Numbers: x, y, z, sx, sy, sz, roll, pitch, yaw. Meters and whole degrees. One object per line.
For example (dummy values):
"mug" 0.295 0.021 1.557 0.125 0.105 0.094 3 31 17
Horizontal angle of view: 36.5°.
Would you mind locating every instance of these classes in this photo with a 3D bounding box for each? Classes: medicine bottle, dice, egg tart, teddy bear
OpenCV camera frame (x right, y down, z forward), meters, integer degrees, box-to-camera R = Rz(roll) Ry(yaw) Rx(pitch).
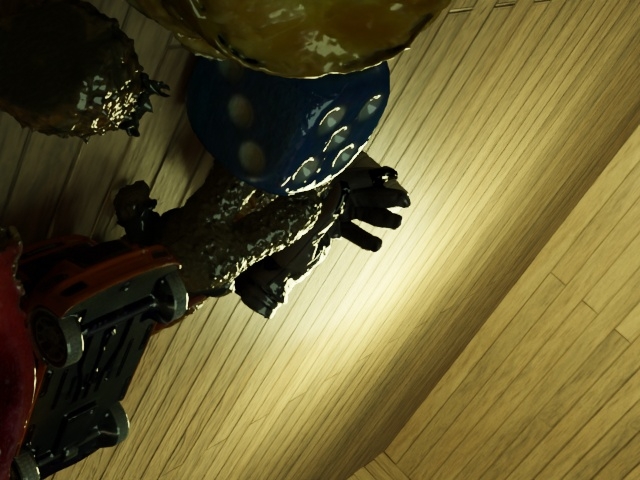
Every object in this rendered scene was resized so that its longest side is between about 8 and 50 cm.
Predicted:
"medicine bottle" 0.074 -0.075 1.358 0.058 0.091 0.058 -39 160 -18
"dice" -0.031 -0.140 0.929 0.143 0.146 0.146 -27 154 -47
"egg tart" -0.006 -0.217 0.688 0.341 0.129 0.341 -6 153 -3
"teddy bear" -0.131 0.000 1.003 0.251 0.182 0.129 -32 -152 15

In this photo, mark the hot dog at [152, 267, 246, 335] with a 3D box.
"hot dog" -0.152 0.057 1.137 0.215 0.047 0.066 -34 142 20

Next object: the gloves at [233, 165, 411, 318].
"gloves" -0.009 -0.004 1.307 0.285 0.119 0.142 -34 163 11

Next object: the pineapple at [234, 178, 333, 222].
"pineapple" -0.039 -0.083 1.140 0.225 0.076 0.225 -40 159 -19

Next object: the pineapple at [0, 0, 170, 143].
"pineapple" -0.177 -0.124 0.755 0.108 0.108 0.197 -48 174 6

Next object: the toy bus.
"toy bus" -0.257 0.110 0.960 0.143 0.153 0.329 -24 153 -43

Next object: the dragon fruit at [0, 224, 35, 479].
"dragon fruit" -0.323 0.072 0.775 0.211 0.134 0.262 -50 130 -32
